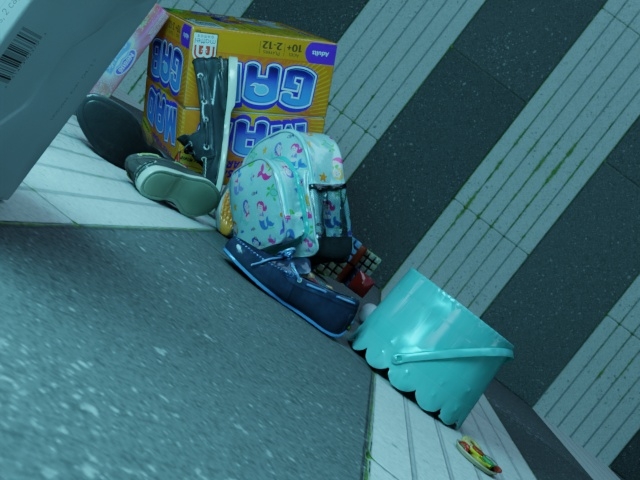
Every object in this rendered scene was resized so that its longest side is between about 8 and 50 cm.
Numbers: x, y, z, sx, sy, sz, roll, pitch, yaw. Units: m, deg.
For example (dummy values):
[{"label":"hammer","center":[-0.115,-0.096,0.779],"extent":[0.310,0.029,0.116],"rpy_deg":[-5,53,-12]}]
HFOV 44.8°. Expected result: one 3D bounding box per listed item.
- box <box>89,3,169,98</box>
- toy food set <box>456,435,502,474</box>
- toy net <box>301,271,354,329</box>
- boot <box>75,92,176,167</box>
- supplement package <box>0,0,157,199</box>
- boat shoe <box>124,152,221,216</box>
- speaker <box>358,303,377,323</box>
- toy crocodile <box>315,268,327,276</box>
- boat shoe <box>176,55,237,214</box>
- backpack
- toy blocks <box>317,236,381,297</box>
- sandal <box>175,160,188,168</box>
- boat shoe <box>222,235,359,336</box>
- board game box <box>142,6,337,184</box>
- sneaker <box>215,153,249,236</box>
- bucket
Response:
[{"label":"box","center":[-0.508,-0.456,1.762],"extent":[0.154,0.300,0.142],"rpy_deg":[39,4,28]},{"label":"toy food set","center":[0.250,0.341,1.231],"extent":[0.082,0.020,0.083],"rpy_deg":[39,3,28]},{"label":"toy net","center":[-0.019,0.096,1.607],"extent":[0.232,0.045,0.122],"rpy_deg":[38,5,41]},{"label":"boot","center":[-0.406,-0.229,1.502],"extent":[0.264,0.096,0.280],"rpy_deg":[34,4,-46]},{"label":"supplement package","center":[-0.280,-0.178,0.639],"extent":[0.145,0.262,0.204],"rpy_deg":[37,3,0]},{"label":"boat shoe","center":[-0.262,-0.103,1.402],"extent":[0.069,0.081,0.228],"rpy_deg":[44,8,26]},{"label":"speaker","center":[0.137,0.195,1.771],"extent":[0.055,0.055,0.136],"rpy_deg":[36,4,-32]},{"label":"toy crocodile","center":[-0.020,-0.059,2.094],"extent":[0.115,0.105,0.340],"rpy_deg":[9,-61,67]},{"label":"boat shoe","center":[-0.249,-0.229,1.660],"extent":[0.113,0.340,0.127],"rpy_deg":[7,7,-10]},{"label":"backpack","center":[-0.059,-0.080,1.461],"extent":[0.191,0.253,0.225],"rpy_deg":[6,-14,-38]},{"label":"toy blocks","center":[0.000,0.000,1.752],"extent":[0.381,0.190,0.261],"rpy_deg":[37,2,-16]},{"label":"sandal","center":[-0.290,-0.129,1.616],"extent":[0.179,0.040,0.067],"rpy_deg":[43,-33,13]},{"label":"boat shoe","center":[-0.047,0.062,1.333],"extent":[0.258,0.089,0.109],"rpy_deg":[36,3,-21]},{"label":"board game box","center":[-0.216,-0.358,1.927],"extent":[0.356,0.356,0.356],"rpy_deg":[-1,22,-26]},{"label":"sneaker","center":[-0.173,-0.076,1.656],"extent":[0.099,0.121,0.262],"rpy_deg":[38,35,-12]},{"label":"bucket","center":[0.209,0.192,1.436],"extent":[0.281,0.183,0.281],"rpy_deg":[38,3,-2]}]
